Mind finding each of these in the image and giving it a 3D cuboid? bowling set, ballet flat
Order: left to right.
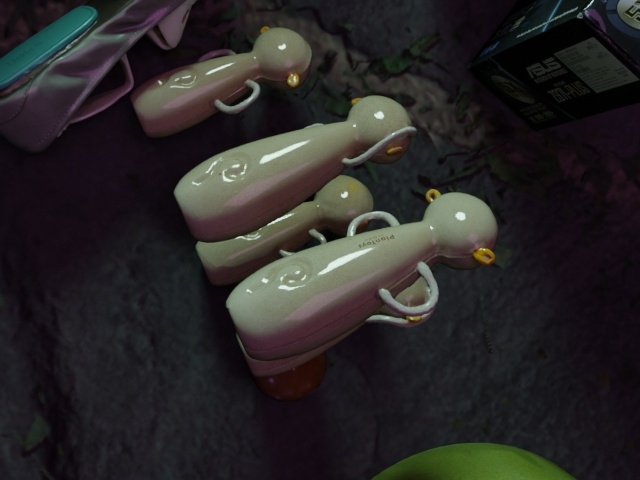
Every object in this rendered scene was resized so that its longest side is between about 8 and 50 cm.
[{"bbox_3d":[-0.133,-0.141,0.722,0.213,0.072,0.068,-44,126,-11],"label":"ballet flat"},{"bbox_3d":[0.000,0.000,0.710,0.154,0.287,0.200,-24,137,-7],"label":"bowling set"}]

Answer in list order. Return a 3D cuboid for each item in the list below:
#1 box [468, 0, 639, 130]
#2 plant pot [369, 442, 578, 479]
[{"bbox_3d":[0.201,-0.163,0.740,0.077,0.180,0.147,40,80,-10],"label":"box"},{"bbox_3d":[0.144,0.283,0.657,0.274,0.293,0.275,0,89,-14],"label":"plant pot"}]
